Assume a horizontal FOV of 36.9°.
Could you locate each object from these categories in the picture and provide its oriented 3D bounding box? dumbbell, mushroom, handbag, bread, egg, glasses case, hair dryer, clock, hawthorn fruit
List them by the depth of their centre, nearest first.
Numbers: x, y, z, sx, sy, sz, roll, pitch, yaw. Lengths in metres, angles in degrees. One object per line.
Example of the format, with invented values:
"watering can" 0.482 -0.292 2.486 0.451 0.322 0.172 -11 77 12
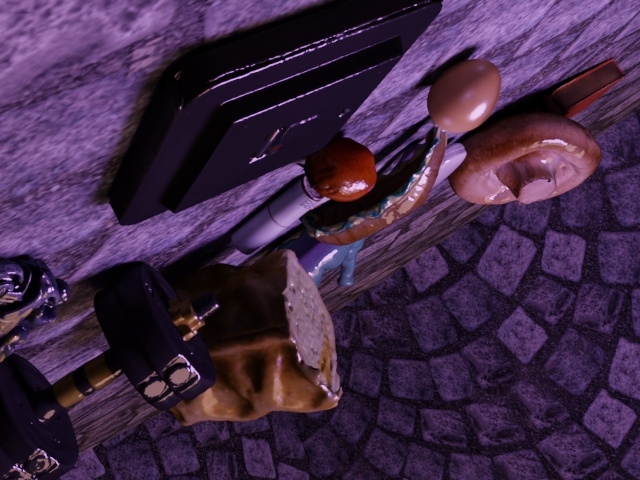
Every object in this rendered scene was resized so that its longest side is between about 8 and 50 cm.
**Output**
"clock" -0.042 -0.112 0.860 0.273 0.049 0.279 -27 172 -30
"egg" 0.177 -0.177 1.162 0.080 0.080 0.096 -23 171 -46
"hawthorn fruit" 0.017 -0.083 1.162 0.093 0.081 0.081 -15 164 -35
"dumbbell" -0.293 0.175 1.198 0.388 0.185 0.185 -32 172 3
"hair dryer" -0.023 -0.050 1.360 0.155 0.044 0.183 -34 175 33
"bread" -0.110 0.140 1.363 0.252 0.238 0.196 -20 148 20
"glasses case" 0.178 -0.110 1.689 0.076 0.049 0.197 -21 167 -45
"mushroom" 0.368 -0.142 1.737 0.278 0.146 0.278 -6 158 -2
"handbag" 0.470 -0.263 1.810 0.190 0.063 0.127 -29 172 -32

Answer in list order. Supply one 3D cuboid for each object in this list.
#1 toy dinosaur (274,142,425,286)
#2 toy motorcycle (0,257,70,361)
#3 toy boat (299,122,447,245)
"toy dinosaur" 0.000 0.000 1.569 0.383 0.129 0.331 -35 168 -19
"toy motorcycle" -0.308 0.070 0.941 0.124 0.061 0.193 -14 154 -43
"toy boat" 0.098 -0.078 1.430 0.293 0.099 0.108 -35 -162 29
